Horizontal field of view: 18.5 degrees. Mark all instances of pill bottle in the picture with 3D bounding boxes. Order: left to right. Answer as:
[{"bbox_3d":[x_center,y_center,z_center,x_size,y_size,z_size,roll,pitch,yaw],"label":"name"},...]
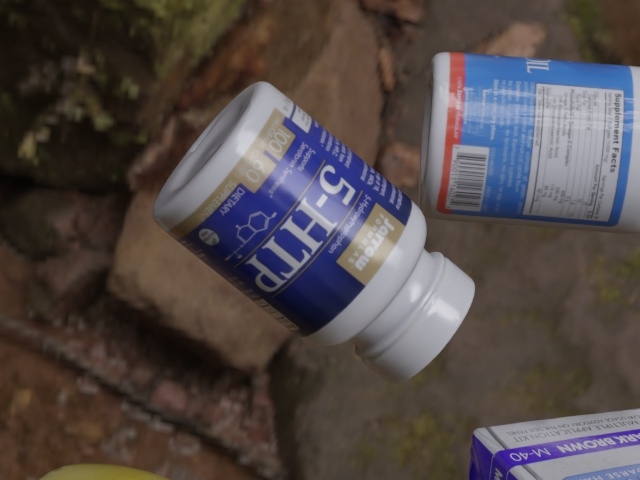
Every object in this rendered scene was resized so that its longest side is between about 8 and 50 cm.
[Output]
[{"bbox_3d":[0.000,0.000,1.215,0.186,0.112,0.112,38,50,-13],"label":"pill bottle"},{"bbox_3d":[0.186,-0.069,1.427,0.221,0.124,0.124,5,51,-1],"label":"pill bottle"}]

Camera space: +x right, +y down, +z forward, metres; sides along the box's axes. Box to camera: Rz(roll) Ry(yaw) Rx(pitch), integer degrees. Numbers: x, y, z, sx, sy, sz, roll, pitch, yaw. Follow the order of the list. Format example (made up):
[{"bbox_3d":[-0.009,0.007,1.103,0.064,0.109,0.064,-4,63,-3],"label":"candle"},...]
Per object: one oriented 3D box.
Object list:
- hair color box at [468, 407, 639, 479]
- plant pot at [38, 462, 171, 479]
[{"bbox_3d":[0.209,0.181,0.785,0.185,0.110,0.339,-6,26,-22],"label":"hair color box"},{"bbox_3d":[-0.106,0.192,1.167,0.134,0.095,0.134,21,61,-46],"label":"plant pot"}]
